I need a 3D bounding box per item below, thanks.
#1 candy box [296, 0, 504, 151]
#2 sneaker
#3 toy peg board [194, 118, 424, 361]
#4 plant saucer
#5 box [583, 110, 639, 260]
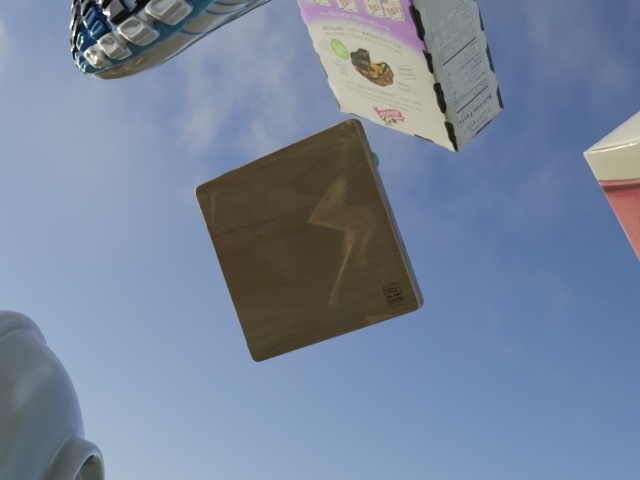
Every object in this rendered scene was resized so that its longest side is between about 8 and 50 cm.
[{"bbox_3d":[0.061,-0.191,0.785,0.165,0.070,0.196,27,-28,44],"label":"candy box"},{"bbox_3d":[-0.021,-0.121,0.365,0.190,0.071,0.083,-33,-31,20],"label":"sneaker"},{"bbox_3d":[0.000,0.000,0.760,0.161,0.161,0.079,-21,-3,25],"label":"toy peg board"},{"bbox_3d":[-0.245,0.258,0.692,0.100,0.400,0.400,9,-25,0],"label":"plant saucer"},{"bbox_3d":[0.431,-0.044,0.991,0.232,0.148,0.127,60,-22,-9],"label":"box"}]
